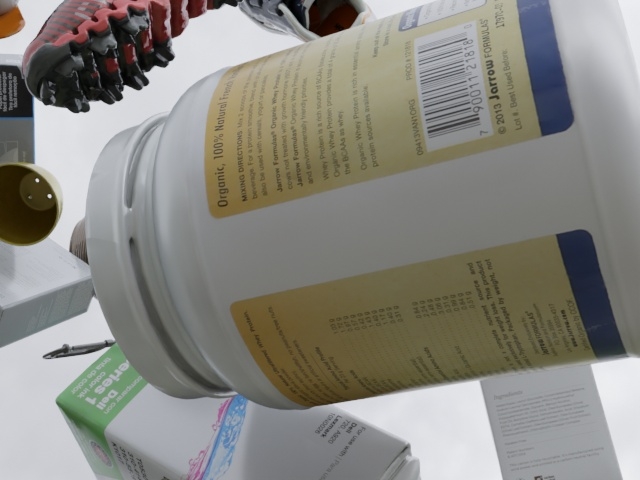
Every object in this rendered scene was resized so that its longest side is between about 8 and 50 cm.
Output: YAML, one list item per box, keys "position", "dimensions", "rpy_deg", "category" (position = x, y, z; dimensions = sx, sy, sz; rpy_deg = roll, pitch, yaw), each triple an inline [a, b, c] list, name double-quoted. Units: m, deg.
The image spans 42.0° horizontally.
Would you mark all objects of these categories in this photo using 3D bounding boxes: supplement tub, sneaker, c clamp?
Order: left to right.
- position: [-0.503, 0.227, 1.774]
  dimensions: [0.160, 0.022, 0.137]
  rpy_deg: [-5, -13, -42]
  category: "c clamp"
- position: [-0.169, -0.224, 0.732]
  dimensions: [0.135, 0.276, 0.097]
  rpy_deg: [37, -26, 8]
  category: "sneaker"
- position: [-0.027, -0.370, 1.278]
  dimensions: [0.126, 0.321, 0.127]
  rpy_deg: [-53, -25, -3]
  category: "sneaker"
- position: [0.040, -0.019, 0.522]
  dimensions: [0.316, 0.228, 0.228]
  rpy_deg: [-13, -56, 21]
  category: "supplement tub"

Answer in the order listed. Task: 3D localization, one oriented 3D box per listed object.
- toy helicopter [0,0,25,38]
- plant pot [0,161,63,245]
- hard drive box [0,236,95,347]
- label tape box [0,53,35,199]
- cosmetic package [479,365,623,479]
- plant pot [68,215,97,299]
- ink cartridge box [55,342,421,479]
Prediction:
- position: [-0.428, -0.289, 0.974]
  dimensions: [0.140, 0.355, 0.235]
  rpy_deg: [-9, -23, 9]
  category: "toy helicopter"
- position: [-0.468, -0.069, 1.337]
  dimensions: [0.134, 0.095, 0.134]
  rpy_deg: [1, -71, 4]
  category: "plant pot"
- position: [-0.522, 0.072, 1.404]
  dimensions: [0.181, 0.232, 0.089]
  rpy_deg: [31, -67, 17]
  category: "hard drive box"
- position: [-0.644, -0.174, 1.344]
  dimensions: [0.347, 0.115, 0.249]
  rpy_deg: [-4, -67, -27]
  category: "label tape box"
- position: [0.294, 0.169, 1.170]
  dimensions: [0.155, 0.365, 0.197]
  rpy_deg: [-13, -17, 12]
  category: "cosmetic package"
- position: [-0.407, 0.022, 1.595]
  dimensions: [0.109, 0.237, 0.237]
  rpy_deg: [3, -54, 7]
  category: "plant pot"
- position: [-0.060, 0.210, 0.690]
  dimensions: [0.278, 0.117, 0.201]
  rpy_deg: [20, -42, 32]
  category: "ink cartridge box"
